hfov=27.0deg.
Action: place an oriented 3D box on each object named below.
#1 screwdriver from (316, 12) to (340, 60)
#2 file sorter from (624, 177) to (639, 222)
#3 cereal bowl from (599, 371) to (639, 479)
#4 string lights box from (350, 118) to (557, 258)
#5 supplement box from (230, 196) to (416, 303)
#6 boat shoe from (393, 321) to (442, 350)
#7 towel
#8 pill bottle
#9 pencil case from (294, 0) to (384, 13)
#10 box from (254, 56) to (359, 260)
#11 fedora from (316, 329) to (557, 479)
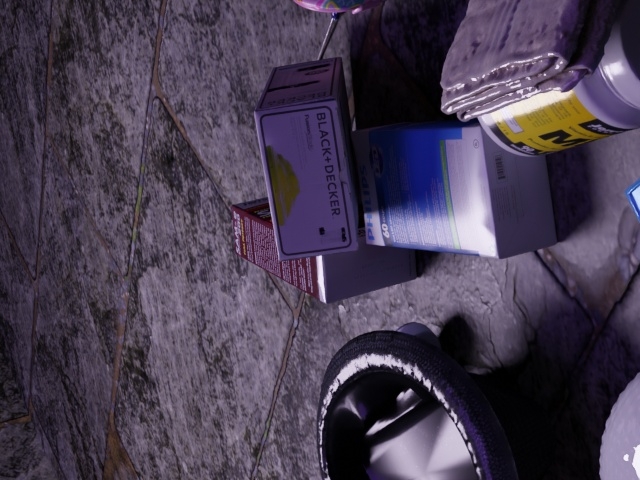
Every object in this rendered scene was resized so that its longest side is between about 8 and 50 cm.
[{"bbox_3d":[0.016,-0.263,1.616,0.170,0.025,0.024,107,141,-59],"label":"screwdriver"},{"bbox_3d":[0.334,-0.032,0.992,0.118,0.104,0.170,68,152,17],"label":"file sorter"},{"bbox_3d":[0.326,0.241,0.998,0.339,0.141,0.339,51,159,29],"label":"cereal bowl"},{"bbox_3d":[0.132,-0.059,1.406,0.260,0.077,0.133,8,108,62],"label":"string lights box"},{"bbox_3d":[0.000,0.000,1.636,0.239,0.130,0.073,24,123,57],"label":"supplement box"},{"bbox_3d":[0.077,0.184,1.610,0.084,0.095,0.258,49,142,36],"label":"boat shoe"},{"bbox_3d":[0.195,-0.233,1.084,0.187,0.049,0.282,-11,55,63],"label":"towel"},{"bbox_3d":[0.229,-0.144,1.128,0.208,0.119,0.119,-15,89,64],"label":"pill bottle"},{"bbox_3d":[0.026,-0.388,1.415,0.124,0.124,0.284,42,136,49],"label":"pencil case"},{"bbox_3d":[-0.009,-0.101,1.496,0.290,0.087,0.169,-86,-13,-73],"label":"box"},{"bbox_3d":[0.139,0.229,1.437,0.334,0.152,0.334,25,122,49],"label":"fedora"}]
